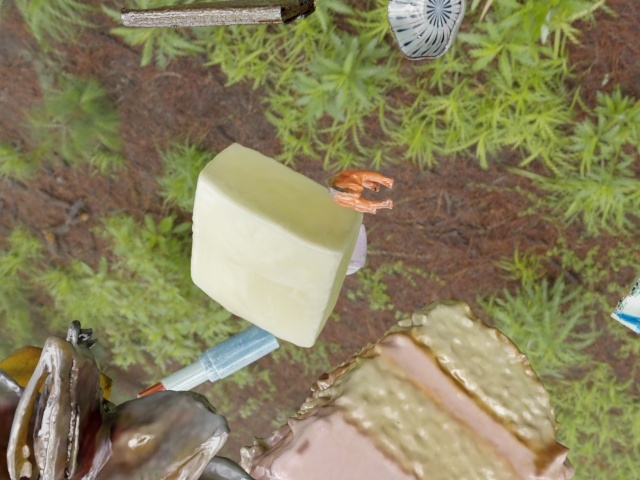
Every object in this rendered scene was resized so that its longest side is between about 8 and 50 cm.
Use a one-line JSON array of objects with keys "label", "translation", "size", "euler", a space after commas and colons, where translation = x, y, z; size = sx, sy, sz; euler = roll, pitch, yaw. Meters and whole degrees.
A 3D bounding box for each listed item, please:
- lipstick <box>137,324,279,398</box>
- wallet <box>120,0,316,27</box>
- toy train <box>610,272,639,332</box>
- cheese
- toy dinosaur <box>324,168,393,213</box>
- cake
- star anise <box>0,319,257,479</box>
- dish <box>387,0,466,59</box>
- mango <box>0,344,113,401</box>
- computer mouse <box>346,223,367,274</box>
[{"label": "lipstick", "translation": [-0.208, 0.233, 1.345], "size": [0.061, 0.274, 0.068], "euler": [62, 172, 5]}, {"label": "wallet", "translation": [-0.141, -0.318, 1.038], "size": [0.243, 0.133, 0.039], "euler": [5, 114, 19]}, {"label": "toy train", "translation": [0.620, 0.099, 1.388], "size": [0.072, 0.099, 0.188], "euler": [37, 156, 18]}, {"label": "cheese", "translation": [-0.077, 0.014, 1.147], "size": [0.243, 0.124, 0.265], "euler": [25, 142, 8]}, {"label": "toy dinosaur", "translation": [0.046, -0.067, 0.970], "size": [0.101, 0.055, 0.279], "euler": [7, -178, -8]}, {"label": "cake", "translation": [0.085, 0.274, 0.853], "size": [0.293, 0.307, 0.314], "euler": [45, 146, 9]}, {"label": "star anise", "translation": [-0.153, 0.129, 0.440], "size": [0.236, 0.093, 0.229], "euler": [-26, 125, 39]}, {"label": "dish", "translation": [0.207, -0.421, 1.343], "size": [0.191, 0.066, 0.190], "euler": [21, 117, 50]}, {"label": "mango", "translation": [-0.254, 0.253, 0.636], "size": [0.187, 0.359, 0.144], "euler": [-13, 144, -13]}, {"label": "computer mouse", "translation": [0.000, 0.000, 1.422], "size": [0.056, 0.125, 0.245], "euler": [-5, 170, 42]}]
